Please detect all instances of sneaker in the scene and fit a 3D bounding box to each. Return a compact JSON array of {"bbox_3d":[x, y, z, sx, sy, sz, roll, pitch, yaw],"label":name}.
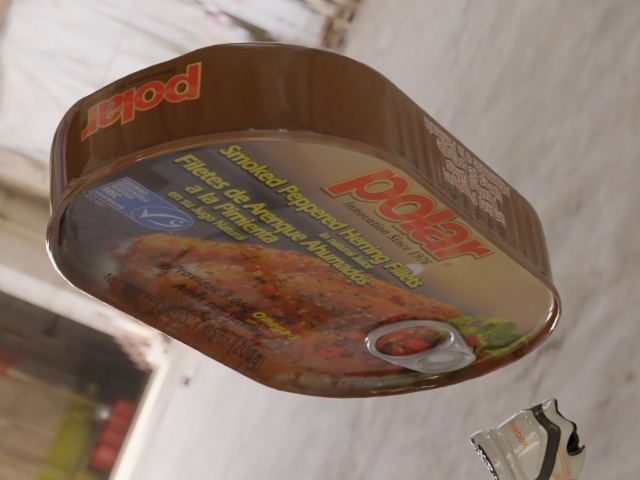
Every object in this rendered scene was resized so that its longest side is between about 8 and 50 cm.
[{"bbox_3d":[0.101,0.104,0.756,0.044,0.040,0.109,-34,-31,0],"label":"sneaker"}]

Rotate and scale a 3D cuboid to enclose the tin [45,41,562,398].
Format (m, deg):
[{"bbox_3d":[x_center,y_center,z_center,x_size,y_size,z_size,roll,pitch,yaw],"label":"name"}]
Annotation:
[{"bbox_3d":[0.000,0.000,0.506,0.106,0.190,0.040,-15,62,26],"label":"tin"}]
